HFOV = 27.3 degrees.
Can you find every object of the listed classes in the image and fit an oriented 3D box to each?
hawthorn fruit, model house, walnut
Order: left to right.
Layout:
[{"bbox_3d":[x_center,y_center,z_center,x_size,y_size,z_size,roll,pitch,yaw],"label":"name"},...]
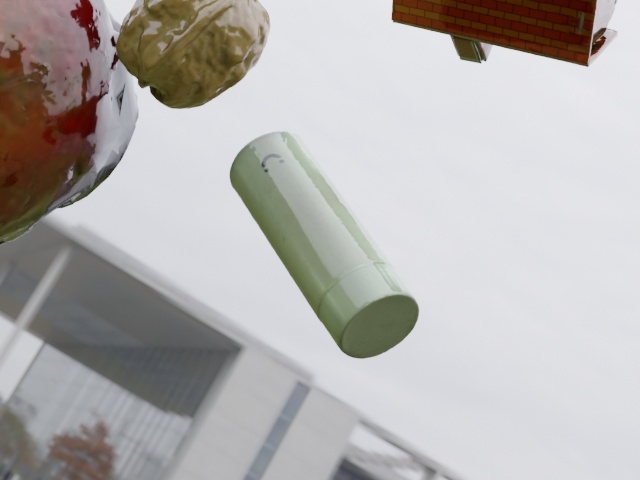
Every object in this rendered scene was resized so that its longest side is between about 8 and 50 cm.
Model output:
[{"bbox_3d":[-0.299,-0.126,1.071,0.316,0.316,0.316,27,-15,8],"label":"hawthorn fruit"},{"bbox_3d":[-0.075,-0.125,0.794,0.079,0.096,0.082,47,16,-9],"label":"walnut"},{"bbox_3d":[0.168,-0.253,1.157,0.294,0.154,0.207,16,-11,22],"label":"model house"}]

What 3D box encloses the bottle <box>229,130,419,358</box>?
[{"bbox_3d":[0.000,0.000,1.039,0.201,0.072,0.072,55,3,39],"label":"bottle"}]
